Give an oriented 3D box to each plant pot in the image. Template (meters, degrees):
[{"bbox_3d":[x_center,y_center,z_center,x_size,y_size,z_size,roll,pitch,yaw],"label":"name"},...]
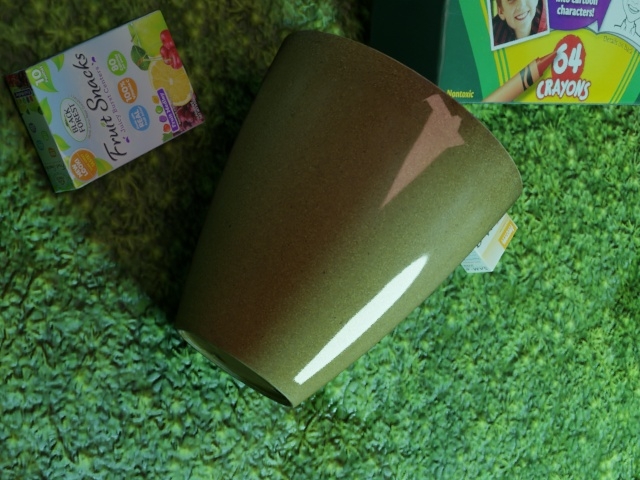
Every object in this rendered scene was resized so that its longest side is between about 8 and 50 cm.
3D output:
[{"bbox_3d":[0.000,0.000,1.172,0.237,0.237,0.254,42,74,-31],"label":"plant pot"}]

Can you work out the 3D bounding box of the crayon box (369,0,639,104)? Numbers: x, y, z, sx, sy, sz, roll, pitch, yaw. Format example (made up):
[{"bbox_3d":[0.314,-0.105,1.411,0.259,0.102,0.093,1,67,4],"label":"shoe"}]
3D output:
[{"bbox_3d":[0.218,-0.294,1.401,0.363,0.106,0.313,-5,105,-42],"label":"crayon box"}]

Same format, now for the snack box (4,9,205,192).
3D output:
[{"bbox_3d":[-0.168,-0.112,1.138,0.141,0.037,0.100,-32,106,-38],"label":"snack box"}]

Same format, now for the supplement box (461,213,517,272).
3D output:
[{"bbox_3d":[0.144,-0.023,1.406,0.098,0.036,0.062,49,58,-27],"label":"supplement box"}]
